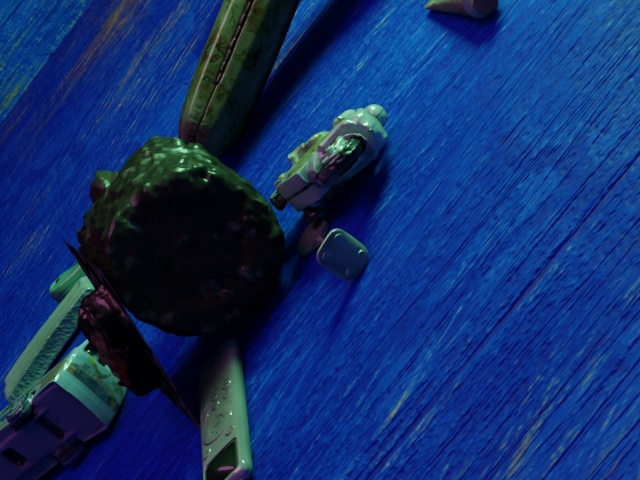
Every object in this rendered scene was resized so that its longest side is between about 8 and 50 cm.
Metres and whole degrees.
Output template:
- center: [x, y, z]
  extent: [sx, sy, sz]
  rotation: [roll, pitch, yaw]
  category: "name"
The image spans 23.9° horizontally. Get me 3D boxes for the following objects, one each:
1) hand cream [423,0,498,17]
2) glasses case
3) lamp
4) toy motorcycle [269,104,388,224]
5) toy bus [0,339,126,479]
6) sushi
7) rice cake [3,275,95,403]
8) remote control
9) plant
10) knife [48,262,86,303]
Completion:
- center: [0.168, -0.294, 1.794]
  extent: [0.067, 0.043, 0.209]
  rotation: [-53, 16, 4]
  category: "hand cream"
- center: [-0.094, -0.315, 2.158]
  extent: [0.156, 0.098, 0.425]
  rotation: [-31, -36, -84]
  category: "glasses case"
- center: [0.000, 0.000, 1.692]
  extent: [0.050, 0.056, 0.198]
  rotation: [-57, 18, -1]
  category: "lamp"
- center: [0.016, -0.100, 1.760]
  extent: [0.151, 0.074, 0.229]
  rotation: [-48, 7, -20]
  category: "toy motorcycle"
- center: [-0.391, 0.258, 2.047]
  extent: [0.330, 0.109, 0.136]
  rotation: [-37, 18, 36]
  category: "toy bus"
- center: [-0.239, 0.120, 1.756]
  extent: [0.047, 0.231, 0.219]
  rotation: [-34, 19, -12]
  category: "sushi"
- center: [-0.415, 0.152, 2.330]
  extent: [0.221, 0.042, 0.080]
  rotation: [-54, 23, 3]
  category: "rice cake"
- center: [-0.109, 0.194, 1.654]
  extent: [0.067, 0.029, 0.261]
  rotation: [-48, 23, 17]
  category: "remote control"
- center: [-0.178, -0.007, 1.841]
  extent: [0.213, 0.215, 0.312]
  rotation: [-53, 20, -5]
  category: "plant"
- center: [-0.336, 0.004, 2.411]
  extent: [0.260, 0.034, 0.063]
  rotation: [-43, 17, 11]
  category: "knife"
